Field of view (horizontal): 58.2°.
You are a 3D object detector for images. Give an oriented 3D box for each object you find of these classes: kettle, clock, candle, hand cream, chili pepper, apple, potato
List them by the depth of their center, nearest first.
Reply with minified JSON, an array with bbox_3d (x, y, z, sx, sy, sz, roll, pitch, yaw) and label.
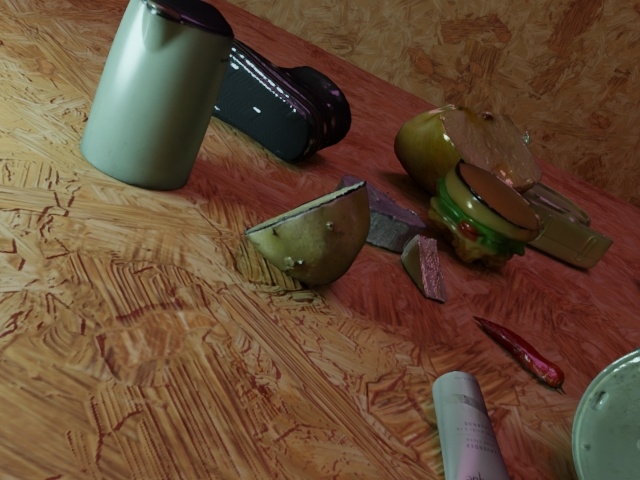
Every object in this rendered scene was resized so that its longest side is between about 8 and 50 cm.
[{"bbox_3d":[0.160,0.214,0.620,0.087,0.054,0.186,17,32,-12],"label":"hand cream"},{"bbox_3d":[0.516,0.266,0.699,0.377,0.250,0.361,-3,58,-53],"label":"kettle"},{"bbox_3d":[0.000,0.000,0.793,0.202,0.182,0.117,-81,146,-84],"label":"potato"},{"bbox_3d":[-0.227,-0.232,0.855,0.165,0.255,0.240,25,23,1],"label":"kettle"},{"bbox_3d":[0.311,0.169,0.890,0.045,0.027,0.178,-4,37,-48],"label":"chili pepper"},{"bbox_3d":[0.091,-0.050,1.050,0.192,0.068,0.169,37,22,25],"label":"candle"},{"bbox_3d":[0.350,-0.204,1.405,0.309,0.252,0.314,-8,19,-35],"label":"apple"},{"bbox_3d":[0.608,-0.076,1.584,0.286,0.117,0.348,24,24,-10],"label":"clock"}]

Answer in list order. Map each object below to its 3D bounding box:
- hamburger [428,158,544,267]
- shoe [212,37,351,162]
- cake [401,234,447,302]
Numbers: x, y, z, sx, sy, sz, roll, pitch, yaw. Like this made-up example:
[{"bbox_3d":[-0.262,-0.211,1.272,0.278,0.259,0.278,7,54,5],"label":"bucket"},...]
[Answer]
[{"bbox_3d":[0.325,-0.046,1.192,0.237,0.148,0.237,24,33,-17],"label":"hamburger"},{"bbox_3d":[-0.115,-0.327,1.257,0.384,0.171,0.237,35,32,13],"label":"shoe"},{"bbox_3d":[0.180,0.049,0.964,0.052,0.065,0.121,12,35,-26],"label":"cake"}]
